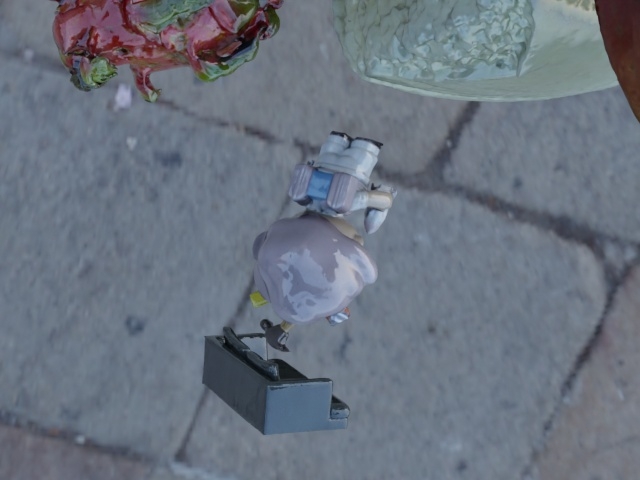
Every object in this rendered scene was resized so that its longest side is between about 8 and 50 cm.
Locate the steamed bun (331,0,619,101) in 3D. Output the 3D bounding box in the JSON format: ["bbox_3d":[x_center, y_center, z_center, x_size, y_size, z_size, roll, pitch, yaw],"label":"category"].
[{"bbox_3d":[0.142,-0.253,1.404,0.273,0.290,0.272,23,158,-31],"label":"steamed bun"}]

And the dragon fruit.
[{"bbox_3d":[-0.115,-0.183,1.219,0.172,0.160,0.166,-17,145,-8],"label":"dragon fruit"}]

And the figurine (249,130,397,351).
[{"bbox_3d":[0.000,0.000,1.669,0.137,0.112,0.229,16,80,18],"label":"figurine"}]

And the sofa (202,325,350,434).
[{"bbox_3d":[-0.039,0.117,1.469,0.085,0.147,0.060,0,103,-26],"label":"sofa"}]

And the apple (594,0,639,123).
[{"bbox_3d":[0.347,-0.153,1.070,0.329,0.295,0.364,-13,73,17],"label":"apple"}]
